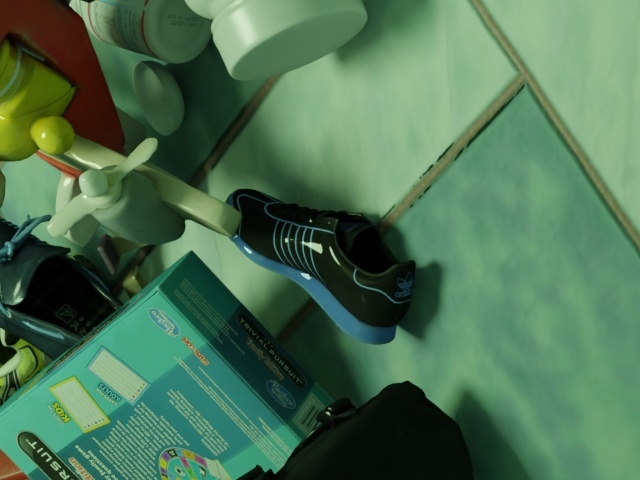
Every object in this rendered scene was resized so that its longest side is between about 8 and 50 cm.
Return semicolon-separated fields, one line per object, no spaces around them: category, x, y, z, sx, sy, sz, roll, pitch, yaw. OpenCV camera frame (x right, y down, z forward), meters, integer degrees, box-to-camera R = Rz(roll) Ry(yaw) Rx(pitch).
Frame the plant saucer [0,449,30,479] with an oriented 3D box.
plant saucer;-0.292;0.352;1.828;0.259;0.047;0.258;-20;97;34

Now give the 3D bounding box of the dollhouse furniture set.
dollhouse furniture set;-0.182;0.023;1.748;0.081;0.091;0.114;-23;111;9

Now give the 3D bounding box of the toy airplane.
toy airplane;-0.293;-0.106;1.544;0.384;0.272;0.386;44;154;-16

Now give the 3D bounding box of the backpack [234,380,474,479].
backpack;0.009;0.348;1.442;0.273;0.290;0.355;45;139;10

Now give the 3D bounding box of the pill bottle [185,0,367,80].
pill bottle;-0.073;-0.301;1.413;0.161;0.161;0.283;-33;77;47

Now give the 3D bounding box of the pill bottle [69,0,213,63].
pill bottle;-0.190;-0.239;1.618;0.160;0.087;0.087;22;117;43

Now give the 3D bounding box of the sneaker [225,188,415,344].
sneaker;0.000;0.000;1.491;0.232;0.081;0.090;37;123;27

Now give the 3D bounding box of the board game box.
board game box;-0.160;0.195;1.611;0.254;0.079;0.336;48;128;-7

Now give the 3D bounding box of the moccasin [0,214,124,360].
moccasin;-0.303;0.042;1.717;0.342;0.138;0.117;29;149;7

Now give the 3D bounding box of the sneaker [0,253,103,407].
sneaker;-0.404;0.132;1.921;0.384;0.147;0.145;-44;70;46

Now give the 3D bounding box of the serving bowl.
serving bowl;-0.167;-0.154;1.656;0.083;0.027;0.083;44;147;38
